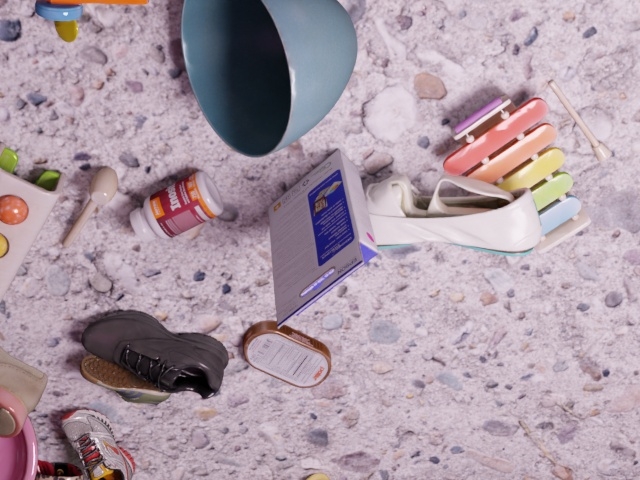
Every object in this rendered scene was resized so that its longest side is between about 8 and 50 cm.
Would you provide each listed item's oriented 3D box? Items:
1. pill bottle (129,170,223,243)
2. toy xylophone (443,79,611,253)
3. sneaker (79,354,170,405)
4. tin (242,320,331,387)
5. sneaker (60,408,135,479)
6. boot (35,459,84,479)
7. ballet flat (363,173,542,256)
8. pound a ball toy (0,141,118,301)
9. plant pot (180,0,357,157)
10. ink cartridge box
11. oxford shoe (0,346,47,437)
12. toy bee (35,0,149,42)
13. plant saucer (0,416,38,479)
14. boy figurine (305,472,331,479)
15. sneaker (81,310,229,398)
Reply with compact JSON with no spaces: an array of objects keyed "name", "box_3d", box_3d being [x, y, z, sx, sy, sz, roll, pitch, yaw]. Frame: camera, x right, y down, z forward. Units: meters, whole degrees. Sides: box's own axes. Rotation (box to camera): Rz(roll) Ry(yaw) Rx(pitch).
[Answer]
[{"name":"pill bottle","box_3d":[-0.255,-0.055,1.730,0.152,0.086,0.086,-26,119,10]},{"name":"toy xylophone","box_3d":[0.375,-0.141,1.736,0.236,0.081,0.323,-42,115,17]},{"name":"sneaker","box_3d":[-0.384,0.284,1.919,0.192,0.064,0.086,17,138,-21]},{"name":"tin","box_3d":[-0.066,0.228,1.940,0.190,0.040,0.106,26,119,-19]},{"name":"sneaker","box_3d":[-0.448,0.431,1.991,0.088,0.093,0.225,-27,118,10]},{"name":"boot","box_3d":[-0.590,0.597,2.021,0.138,0.377,0.284,6,86,-33]},{"name":"ballet flat","box_3d":[0.183,-0.056,1.709,0.400,0.139,0.139,3,121,14]},{"name":"pound a ball toy","box_3d":[-0.515,-0.015,1.703,0.208,0.136,0.319,28,115,-19]},{"name":"plant pot","box_3d":[-0.058,-0.296,1.526,0.195,0.290,0.290,-23,127,-32]},{"name":"ink cartridge box","box_3d":[0.000,0.000,1.619,0.176,0.371,0.069,-38,116,17]},{"name":"oxford shoe","box_3d":[-0.704,0.222,1.838,0.397,0.146,0.140,31,128,-1]},{"name":"toy bee","box_3d":[-0.419,-0.413,1.491,0.298,0.162,0.195,12,113,-40]},{"name":"plant saucer","box_3d":[-0.713,0.421,1.892,0.332,0.084,0.332,1,82,-10]},{"name":"boy figurine","box_3d":[-0.079,0.607,2.126,0.177,0.092,0.285,36,110,-22]},{"name":"sneaker","box_3d":[-0.312,0.221,1.861,0.286,0.130,0.109,14,120,-11]}]
